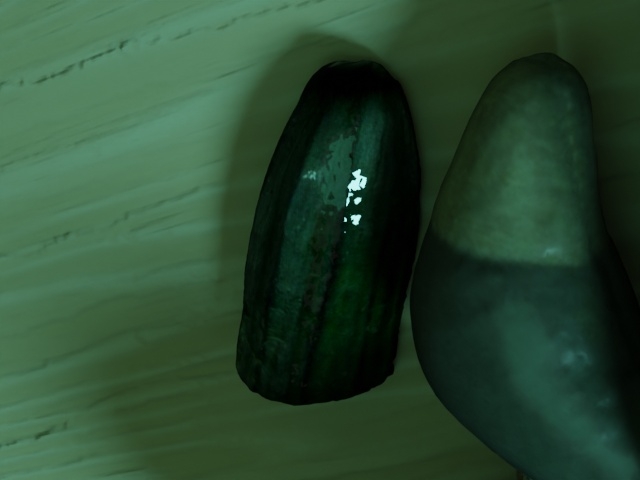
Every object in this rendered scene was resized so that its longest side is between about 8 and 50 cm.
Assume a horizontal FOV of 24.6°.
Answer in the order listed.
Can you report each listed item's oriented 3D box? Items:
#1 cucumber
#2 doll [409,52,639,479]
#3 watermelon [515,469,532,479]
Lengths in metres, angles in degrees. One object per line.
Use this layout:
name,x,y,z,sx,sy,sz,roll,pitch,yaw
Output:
cucumber,0.000,0.000,0.936,0.115,0.063,0.244,17,123,15
doll,0.206,0.012,0.734,0.378,0.252,0.382,9,115,20
watermelon,0.155,0.146,0.945,0.085,0.061,0.085,18,126,27
